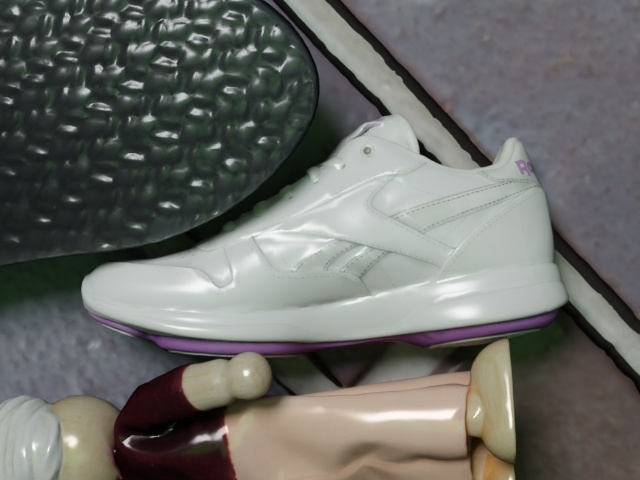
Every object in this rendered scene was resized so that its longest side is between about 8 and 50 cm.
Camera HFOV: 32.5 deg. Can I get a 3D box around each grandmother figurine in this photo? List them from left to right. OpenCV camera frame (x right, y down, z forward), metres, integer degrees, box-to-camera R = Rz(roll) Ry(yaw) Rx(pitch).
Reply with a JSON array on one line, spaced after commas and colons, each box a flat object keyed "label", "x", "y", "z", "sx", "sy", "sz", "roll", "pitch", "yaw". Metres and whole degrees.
[{"label": "grandmother figurine", "x": -0.049, "y": 0.134, "z": 0.707, "sx": 0.342, "sy": 0.104, "sz": 0.207, "roll": -3, "pitch": 126, "yaw": 7}]

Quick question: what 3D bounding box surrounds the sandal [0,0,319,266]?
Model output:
[{"label": "sandal", "x": -0.210, "y": -0.051, "z": 0.694, "sx": 0.446, "sy": 0.107, "sz": 0.167, "roll": -20, "pitch": 101, "yaw": 14}]

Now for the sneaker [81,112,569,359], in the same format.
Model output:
[{"label": "sneaker", "x": 0.000, "y": 0.000, "z": 0.709, "sx": 0.305, "sy": 0.114, "sz": 0.152, "roll": -5, "pitch": 84, "yaw": -4}]
